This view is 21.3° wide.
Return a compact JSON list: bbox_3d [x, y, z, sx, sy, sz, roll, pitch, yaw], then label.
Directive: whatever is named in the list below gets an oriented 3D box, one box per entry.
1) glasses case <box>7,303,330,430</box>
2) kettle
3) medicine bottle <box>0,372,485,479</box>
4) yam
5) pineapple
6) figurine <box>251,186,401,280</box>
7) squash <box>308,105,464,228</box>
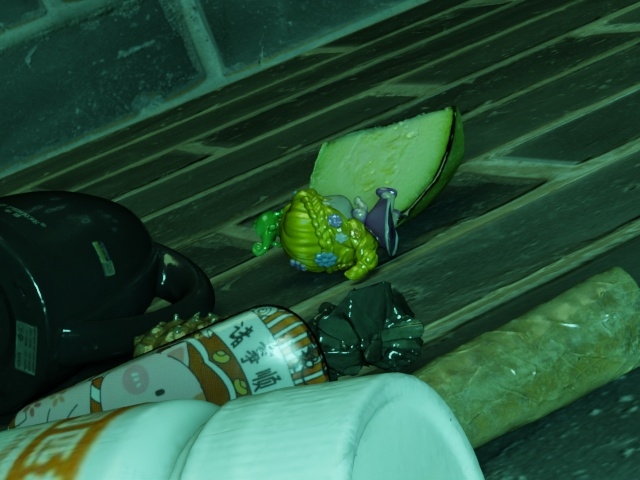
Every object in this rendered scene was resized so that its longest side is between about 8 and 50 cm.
[{"bbox_3d":[-0.120,0.135,1.320,0.267,0.103,0.067,-24,4,12],"label":"glasses case"},{"bbox_3d":[-0.257,0.054,1.769,0.268,0.207,0.290,20,22,24],"label":"kettle"},{"bbox_3d":[-0.107,0.193,0.884,0.372,0.211,0.211,-14,15,27],"label":"medicine bottle"},{"bbox_3d":[0.079,0.123,1.189,0.357,0.081,0.081,-25,14,-16],"label":"yam"},{"bbox_3d":[-0.030,0.094,1.390,0.237,0.111,0.119,-16,20,7],"label":"pineapple"},{"bbox_3d":[0.000,0.000,1.775,0.156,0.094,0.115,3,41,14],"label":"figurine"},{"bbox_3d":[0.079,-0.046,1.910,0.192,0.085,0.184,-14,43,32],"label":"squash"}]
